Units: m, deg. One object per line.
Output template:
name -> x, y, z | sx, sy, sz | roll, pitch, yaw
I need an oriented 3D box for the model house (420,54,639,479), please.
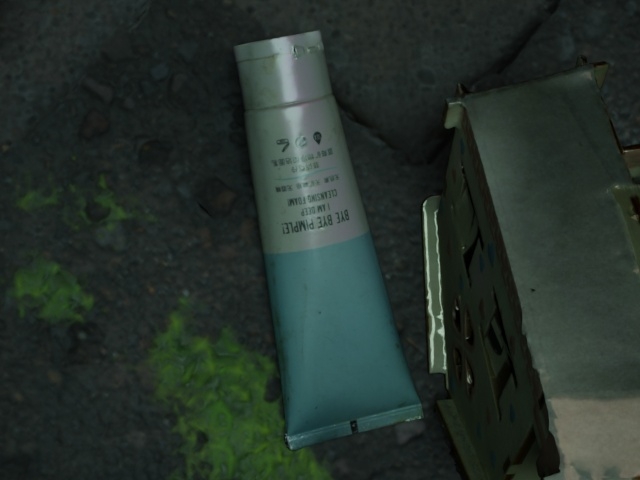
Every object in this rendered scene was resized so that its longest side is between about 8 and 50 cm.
model house -> 0.173, 0.069, 0.835 | 0.169, 0.244, 0.326 | -4, 58, -10

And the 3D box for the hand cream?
hand cream -> 0.000, 0.000, 0.902 | 0.111, 0.070, 0.312 | -11, 100, -9
